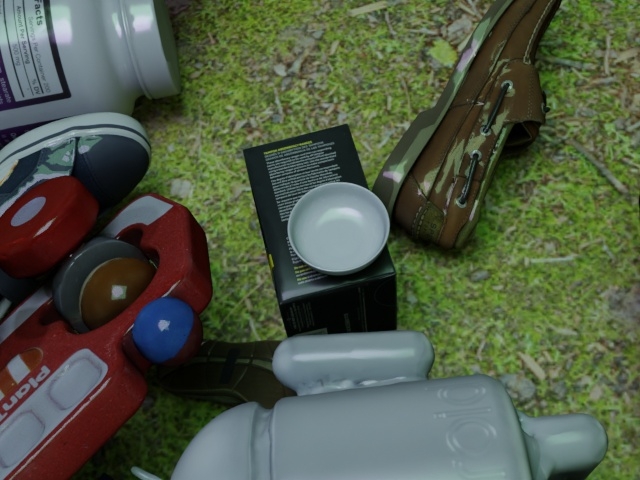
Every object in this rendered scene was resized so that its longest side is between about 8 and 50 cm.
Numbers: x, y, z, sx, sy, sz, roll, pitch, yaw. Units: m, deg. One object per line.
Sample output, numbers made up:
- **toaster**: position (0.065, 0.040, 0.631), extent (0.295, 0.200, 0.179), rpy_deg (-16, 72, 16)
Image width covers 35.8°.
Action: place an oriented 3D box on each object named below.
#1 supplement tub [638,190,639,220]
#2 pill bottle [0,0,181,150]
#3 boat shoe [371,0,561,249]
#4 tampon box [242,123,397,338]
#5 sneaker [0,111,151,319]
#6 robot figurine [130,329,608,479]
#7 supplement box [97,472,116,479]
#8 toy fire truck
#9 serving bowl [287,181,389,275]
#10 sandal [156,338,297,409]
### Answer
- **supplement tub**: position (0.357, 0.081, 0.760), extent (0.207, 0.207, 0.338), rpy_deg (2, 62, 8)
- **pill bottle**: position (-0.313, -0.178, 1.002), extent (0.322, 0.181, 0.182), rpy_deg (-11, 60, 0)
- **boat shoe**: position (0.169, -0.125, 0.963), extent (0.104, 0.111, 0.307), rpy_deg (29, 78, 16)
- **tampon box**: position (0.000, 0.000, 0.898), extent (0.101, 0.120, 0.161), rpy_deg (-14, 60, -2)
- **sneaker**: position (-0.296, -0.001, 0.936), extent (0.321, 0.126, 0.128), rpy_deg (-25, 56, 5)
- **robot figurine**: position (0.036, 0.209, 0.732), extent (0.353, 0.200, 0.300), rpy_deg (-8, 63, 3)
- **supplement box**: position (-0.165, 0.253, 0.815), extent (0.083, 0.056, 0.083), rpy_deg (27, 68, 20)
- **toy fire truck**: position (-0.201, 0.090, 0.787), extent (0.302, 0.169, 0.254), rpy_deg (-44, 33, -15)
- **serving bowl**: position (0.015, -0.006, 0.813), extent (0.083, 0.027, 0.083), rpy_deg (-2, 62, 4)
- **sandal**: position (-0.062, 0.127, 0.882), extent (0.180, 0.049, 0.072), rpy_deg (4, 55, 26)
